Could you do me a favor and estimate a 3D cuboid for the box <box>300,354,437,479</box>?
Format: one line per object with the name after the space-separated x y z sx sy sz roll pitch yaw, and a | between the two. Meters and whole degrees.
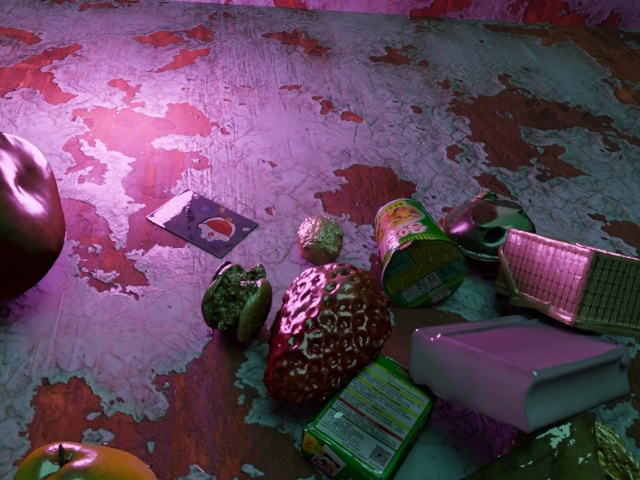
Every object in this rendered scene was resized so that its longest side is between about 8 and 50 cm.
0.095 0.341 1.117 0.180 0.103 0.250 30 47 22 | box

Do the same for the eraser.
0.389 0.233 1.133 0.358 0.123 0.272 -1 8 -38 | eraser

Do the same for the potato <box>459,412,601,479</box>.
0.394 0.452 0.957 0.269 0.112 0.255 -34 63 12 | potato

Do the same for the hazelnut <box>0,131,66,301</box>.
-0.734 -0.051 1.233 0.358 0.360 0.409 -6 35 -16 | hazelnut

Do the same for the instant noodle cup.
0.223 0.011 1.445 0.206 0.207 0.233 1 36 -9 | instant noodle cup

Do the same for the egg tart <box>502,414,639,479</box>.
0.448 0.425 1.051 0.252 0.098 0.232 15 83 31 | egg tart

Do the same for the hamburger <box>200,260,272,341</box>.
-0.162 0.128 1.266 0.131 0.159 0.185 17 62 15 | hamburger

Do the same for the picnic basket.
0.562 0.094 1.324 0.227 0.176 0.313 10 7 -21 | picnic basket

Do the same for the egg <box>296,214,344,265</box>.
0.000 0.000 1.466 0.116 0.118 0.140 2 48 -34 | egg

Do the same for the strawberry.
-0.005 0.167 1.180 0.264 0.149 0.336 -1 31 29 | strawberry

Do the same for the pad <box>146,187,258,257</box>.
-0.309 -0.050 1.551 0.245 0.006 0.170 27 45 18 | pad

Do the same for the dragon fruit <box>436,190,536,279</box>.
0.449 -0.014 1.561 0.294 0.130 0.269 -1 38 -11 | dragon fruit

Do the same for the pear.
-0.375 0.401 0.914 0.266 0.178 0.267 4 46 -4 | pear
